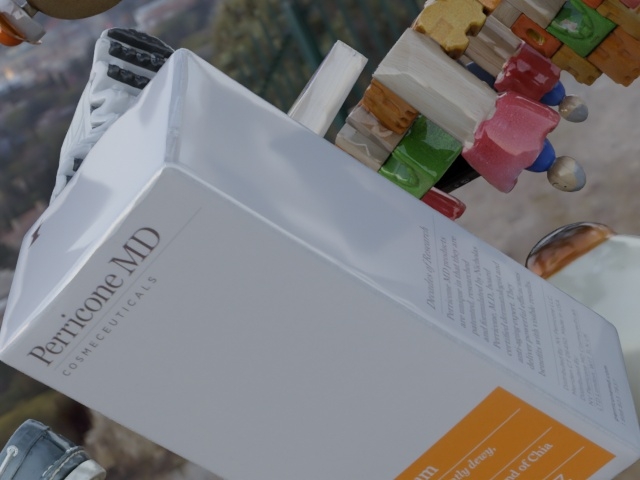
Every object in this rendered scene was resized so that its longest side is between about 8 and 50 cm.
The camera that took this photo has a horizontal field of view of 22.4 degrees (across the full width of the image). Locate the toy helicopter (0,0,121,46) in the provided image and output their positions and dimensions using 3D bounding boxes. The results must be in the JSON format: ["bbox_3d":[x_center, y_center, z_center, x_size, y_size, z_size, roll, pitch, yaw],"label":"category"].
[{"bbox_3d":[-0.317,-0.294,1.694,0.355,0.140,0.235,-7,-40,-54],"label":"toy helicopter"}]

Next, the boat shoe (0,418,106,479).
[{"bbox_3d":[-0.344,0.312,1.594,0.319,0.099,0.116,-49,-9,10],"label":"boat shoe"}]

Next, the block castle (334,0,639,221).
[{"bbox_3d":[0.182,-0.152,1.586,0.303,0.213,0.453,-54,0,-13],"label":"block castle"}]

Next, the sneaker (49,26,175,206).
[{"bbox_3d":[-0.190,-0.058,1.453,0.118,0.110,0.292,-49,23,41],"label":"sneaker"}]

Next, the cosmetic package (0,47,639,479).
[{"bbox_3d":[0.007,0.079,1.266,0.230,0.453,0.161,-46,25,29],"label":"cosmetic package"}]

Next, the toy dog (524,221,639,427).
[{"bbox_3d":[0.382,0.097,1.482,0.408,0.285,0.395,-7,1,31],"label":"toy dog"}]

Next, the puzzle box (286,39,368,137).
[{"bbox_3d":[-0.085,-0.049,2.106,0.272,0.052,0.409,-50,9,52],"label":"puzzle box"}]

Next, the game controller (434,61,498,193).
[{"bbox_3d":[0.132,-0.123,2.228,0.067,0.166,0.319,16,-33,-43],"label":"game controller"}]
